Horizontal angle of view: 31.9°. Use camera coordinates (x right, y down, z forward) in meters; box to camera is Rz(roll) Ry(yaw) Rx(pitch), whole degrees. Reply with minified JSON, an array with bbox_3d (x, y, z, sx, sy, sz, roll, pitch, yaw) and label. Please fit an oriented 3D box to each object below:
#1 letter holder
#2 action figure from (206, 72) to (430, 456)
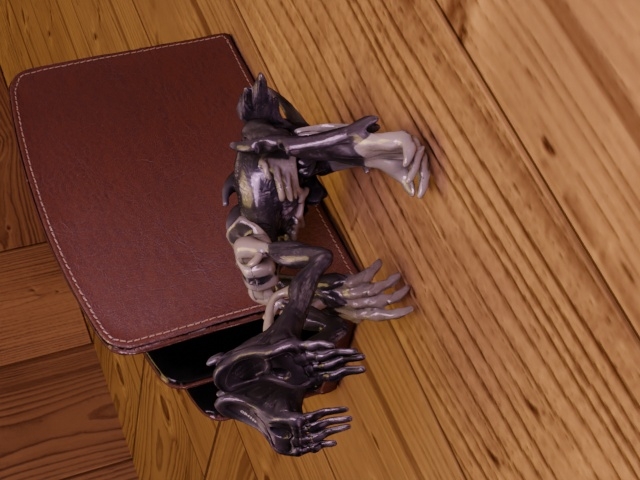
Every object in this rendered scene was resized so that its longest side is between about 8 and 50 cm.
[{"bbox_3d":[-0.130,-0.007,0.941,0.152,0.215,0.301,103,147,-49],"label":"letter holder"},{"bbox_3d":[0.000,0.000,0.738,0.164,0.141,0.275,87,-176,-47],"label":"action figure"}]
